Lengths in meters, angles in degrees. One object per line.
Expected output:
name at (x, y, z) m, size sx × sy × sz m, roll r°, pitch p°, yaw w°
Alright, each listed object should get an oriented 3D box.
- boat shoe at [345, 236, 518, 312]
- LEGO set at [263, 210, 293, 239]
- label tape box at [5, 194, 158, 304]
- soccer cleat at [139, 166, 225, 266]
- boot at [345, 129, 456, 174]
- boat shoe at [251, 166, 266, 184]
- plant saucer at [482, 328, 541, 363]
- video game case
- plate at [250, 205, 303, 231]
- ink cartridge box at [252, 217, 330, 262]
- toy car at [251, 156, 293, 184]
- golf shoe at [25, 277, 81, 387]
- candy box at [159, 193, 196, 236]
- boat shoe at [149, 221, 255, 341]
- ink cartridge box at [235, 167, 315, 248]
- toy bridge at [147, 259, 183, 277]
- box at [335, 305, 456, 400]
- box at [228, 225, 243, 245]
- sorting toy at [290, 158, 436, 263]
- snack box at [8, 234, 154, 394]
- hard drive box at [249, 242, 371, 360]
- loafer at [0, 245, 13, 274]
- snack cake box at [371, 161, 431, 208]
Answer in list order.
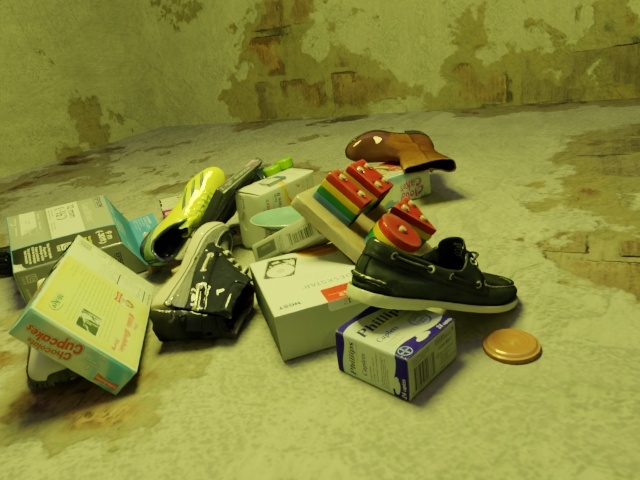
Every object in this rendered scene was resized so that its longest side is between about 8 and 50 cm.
boat shoe at (0.199, 0.047, 0.844) m, size 0.340 × 0.113 × 0.127 m, roll 6°, pitch 8°, yaw -25°
LEGO set at (-0.038, -0.025, 1.275) m, size 0.227 × 0.093 × 0.087 m, roll -10°, pitch 64°, yaw -16°
label tape box at (-0.569, -0.003, 1.296) m, size 0.348 × 0.115 × 0.249 m, roll -19°, pitch 40°, yaw -22°
soccer cleat at (-0.310, -0.055, 1.237) m, size 0.121 × 0.093 × 0.289 m, roll 9°, pitch 58°, yaw 55°
boot at (0.216, -0.231, 1.485) m, size 0.264 × 0.096 × 0.280 m, roll -1°, pitch 28°, yaw -5°
boat shoe at (-0.214, -0.184, 1.731) m, size 0.089 × 0.109 × 0.258 m, roll -22°, pitch 9°, yaw -15°
plant saucer at (0.290, 0.158, 0.794) m, size 0.084 × 0.013 × 0.083 m, roll -8°, pitch 21°, yaw 3°
video game case at (-0.240, -0.093, 1.326) m, size 0.026 × 0.196 × 0.274 m, roll 32°, pitch 27°, yaw -1°
plate at (-0.062, -0.048, 1.157) m, size 0.188 × 0.024 × 0.188 m, roll -6°, pitch 15°, yaw 2°
ink cartridge box at (0.000, 0.000, 1.125) m, size 0.189 × 0.066 × 0.232 m, roll -27°, pitch -21°, yaw 37°
toy car at (-0.158, -0.137, 1.522) m, size 0.188 × 0.155 × 0.149 m, roll -12°, pitch 19°, yaw 27°
golf shoe at (-0.480, 0.162, 0.927) m, size 0.105 × 0.120 × 0.273 m, roll -18°, pitch 25°, yaw -25°
candy box at (-0.384, -0.080, 1.543) m, size 0.159 × 0.071 × 0.233 m, roll -15°, pitch 23°, yaw -15°
boat shoe at (-0.194, 0.075, 1.040) m, size 0.158 × 0.127 × 0.340 m, roll 1°, pitch 35°, yaw 11°
ink cartridge box at (-0.106, -0.082, 1.337) m, size 0.093 × 0.154 × 0.212 m, roll 12°, pitch 29°, yaw 38°
toy bridge at (-0.319, 0.067, 1.219) m, size 0.188 × 0.026 × 0.063 m, roll 7°, pitch 26°, yaw 32°
box at (0.113, 0.156, 0.785) m, size 0.137 × 0.072 × 0.126 m, roll 13°, pitch 30°, yaw 43°
box at (-0.267, -0.001, 1.366) m, size 0.136 × 0.028 × 0.081 m, roll -14°, pitch 23°, yaw -18°
sorting toy at (0.111, -0.047, 1.028) m, size 0.255 × 0.089 × 0.257 m, roll 42°, pitch 28°, yaw 8°
snack box at (-0.401, 0.116, 0.928) m, size 0.060 × 0.187 × 0.322 m, roll -47°, pitch 22°, yaw 7°
hard drive box at (-0.016, 0.100, 0.948) m, size 0.181 × 0.089 × 0.232 m, roll -15°, pitch 23°, yaw -14°
loafer at (-0.786, 0.044, 1.391) m, size 0.223 × 0.076 × 0.078 m, roll -8°, pitch 16°, yaw -11°
snack cake box at (0.167, -0.155, 1.505) m, size 0.264 × 0.089 × 0.152 m, roll -19°, pitch 23°, yaw -25°
